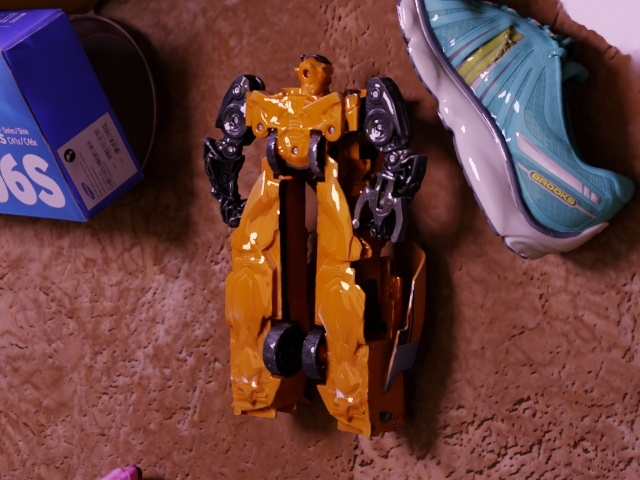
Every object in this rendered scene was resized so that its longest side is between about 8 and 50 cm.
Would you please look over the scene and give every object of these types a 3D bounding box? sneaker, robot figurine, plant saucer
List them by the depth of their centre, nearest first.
[{"bbox_3d":[0.136,-0.122,1.299,0.110,0.107,0.275,-28,80,15],"label":"sneaker"},{"bbox_3d":[0.000,0.000,1.401,0.211,0.085,0.291,6,97,37],"label":"robot figurine"},{"bbox_3d":[-0.199,-0.115,1.583,0.168,0.029,0.168,4,96,39],"label":"plant saucer"}]

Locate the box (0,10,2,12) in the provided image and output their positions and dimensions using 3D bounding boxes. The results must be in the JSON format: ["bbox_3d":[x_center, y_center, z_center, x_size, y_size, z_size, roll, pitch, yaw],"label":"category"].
[{"bbox_3d":[-0.310,-0.251,1.609,0.179,0.105,0.043,47,133,24],"label":"box"}]

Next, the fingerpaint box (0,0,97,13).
[{"bbox_3d":[-0.239,-0.373,1.352,0.445,0.371,0.163,-43,64,39],"label":"fingerpaint box"}]

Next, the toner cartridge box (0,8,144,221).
[{"bbox_3d":[-0.315,-0.111,1.566,0.347,0.075,0.165,5,126,47],"label":"toner cartridge box"}]

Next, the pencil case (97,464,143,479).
[{"bbox_3d":[-0.144,0.293,1.527,0.209,0.095,0.098,56,157,19],"label":"pencil case"}]
